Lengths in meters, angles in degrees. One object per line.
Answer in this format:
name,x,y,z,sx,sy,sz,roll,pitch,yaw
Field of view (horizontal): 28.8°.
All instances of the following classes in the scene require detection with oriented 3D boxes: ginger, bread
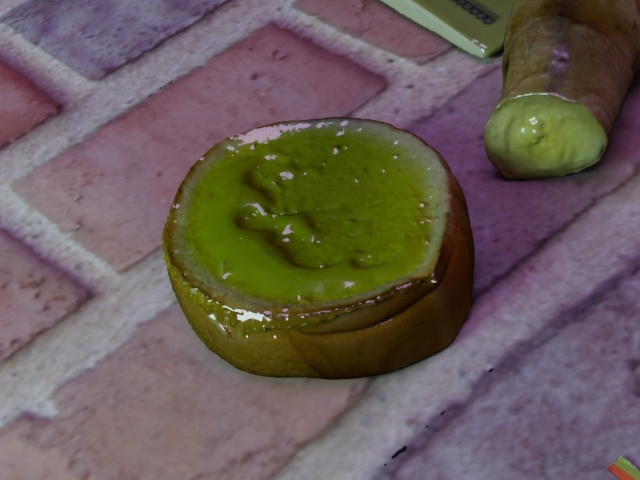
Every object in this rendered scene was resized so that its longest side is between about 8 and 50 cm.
ginger,0.208,-0.162,0.999,0.109,0.116,0.263,-26,28,51
bread,0.000,0.000,0.892,0.236,0.070,0.236,-5,42,5

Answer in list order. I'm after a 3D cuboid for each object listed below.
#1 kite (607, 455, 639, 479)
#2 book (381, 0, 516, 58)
kite,0.219,0.176,0.709,0.190,0.010,0.159,-20,43,-13
book,0.207,-0.305,1.197,0.352,0.035,0.239,-32,49,-22
